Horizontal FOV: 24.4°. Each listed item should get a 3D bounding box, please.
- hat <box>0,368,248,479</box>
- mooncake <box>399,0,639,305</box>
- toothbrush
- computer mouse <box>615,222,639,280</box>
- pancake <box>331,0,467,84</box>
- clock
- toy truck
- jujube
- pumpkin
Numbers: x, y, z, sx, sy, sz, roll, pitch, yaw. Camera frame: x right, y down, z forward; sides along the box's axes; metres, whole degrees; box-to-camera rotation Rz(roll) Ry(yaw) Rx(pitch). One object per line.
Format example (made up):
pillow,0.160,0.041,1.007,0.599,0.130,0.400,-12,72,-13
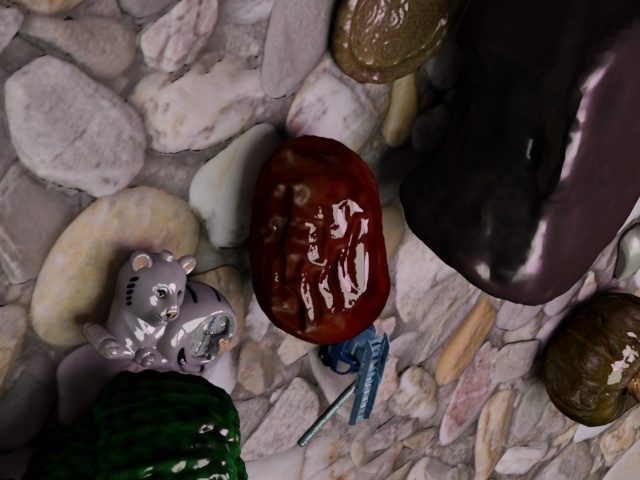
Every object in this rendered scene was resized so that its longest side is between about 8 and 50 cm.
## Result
hat,-0.238,0.258,1.508,0.332,0.242,0.274,-7,172,-3
mooncake,0.261,-0.127,1.677,0.350,0.212,0.381,3,117,-54
toothbrush,0.031,0.205,1.903,0.167,0.014,0.011,-46,128,-4
computer mouse,0.470,0.025,2.205,0.056,0.032,0.110,-28,140,-27
pancake,0.090,-0.245,1.547,0.199,0.021,0.199,-30,142,-27
clock,-0.150,0.068,1.520,0.176,0.080,0.117,14,110,-51
toy truck,0.041,0.157,1.817,0.063,0.074,0.136,-20,136,-36
jujube,0.000,0.000,1.564,0.155,0.155,0.230,-25,133,-32
pumpkin,0.438,0.186,2.210,0.219,0.162,0.219,-30,144,-24
